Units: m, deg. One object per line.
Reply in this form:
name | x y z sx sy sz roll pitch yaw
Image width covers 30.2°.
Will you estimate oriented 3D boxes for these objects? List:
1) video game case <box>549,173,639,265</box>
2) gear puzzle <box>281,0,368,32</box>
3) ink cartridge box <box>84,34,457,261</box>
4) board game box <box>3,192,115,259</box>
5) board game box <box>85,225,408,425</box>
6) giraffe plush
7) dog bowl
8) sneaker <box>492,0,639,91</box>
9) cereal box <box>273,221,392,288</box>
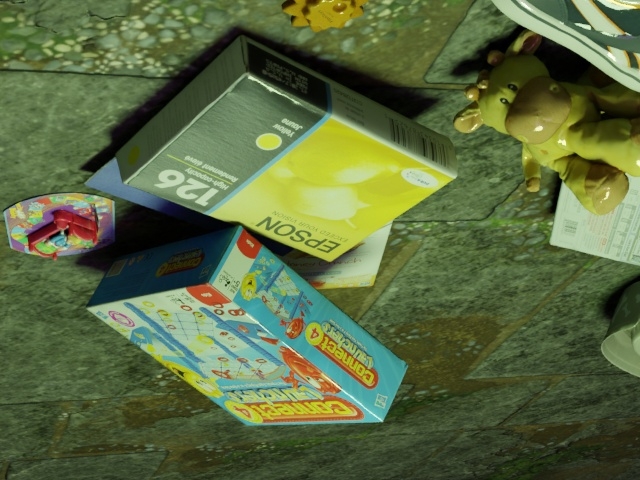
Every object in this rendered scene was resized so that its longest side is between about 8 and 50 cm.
video game case | 0.434 -0.044 1.539 0.244 0.061 0.269 16 158 12
gear puzzle | 0.022 -0.278 1.023 0.176 0.044 0.339 -3 154 -15
ink cartridge box | -0.060 -0.070 1.347 0.304 0.072 0.307 21 137 -35
board game box | -0.322 -0.005 1.481 0.133 0.033 0.168 -5 154 -12
board game box | -0.100 0.122 1.524 0.302 0.086 0.308 41 150 -25
giraffe plush | 0.251 -0.145 1.300 0.170 0.181 0.210 25 173 -36
dog bowl | 0.655 0.158 1.997 0.349 0.102 0.348 11 158 5
sneaker | 0.308 -0.231 1.136 0.321 0.126 0.127 13 152 -37
cereal box | 0.000 0.000 1.590 0.173 0.047 0.240 -3 155 -6
